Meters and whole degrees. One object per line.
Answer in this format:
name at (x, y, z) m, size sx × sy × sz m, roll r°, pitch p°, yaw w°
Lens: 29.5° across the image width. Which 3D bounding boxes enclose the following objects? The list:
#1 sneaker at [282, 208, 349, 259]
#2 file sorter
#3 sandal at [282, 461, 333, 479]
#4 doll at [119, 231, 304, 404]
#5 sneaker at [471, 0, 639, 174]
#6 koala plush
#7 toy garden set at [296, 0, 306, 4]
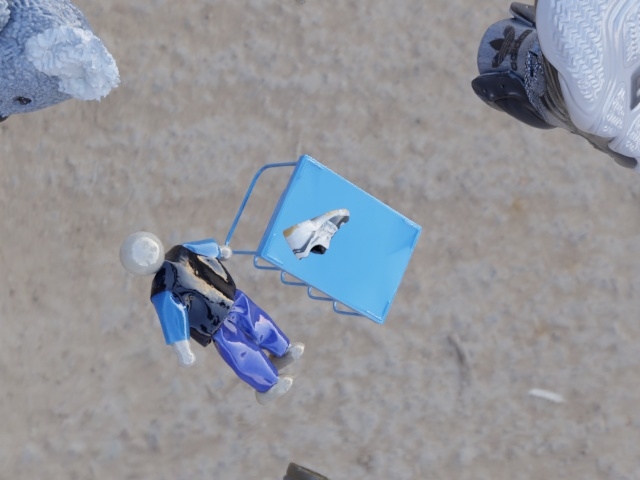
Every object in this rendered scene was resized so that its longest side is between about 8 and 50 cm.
sneaker at (-0.001, -0.005, 1.170) m, size 0.083 × 0.032 × 0.037 m, roll -24°, pitch 90°, yaw -41°
file sorter at (0.000, 0.000, 1.329) m, size 0.170 × 0.104 × 0.118 m, roll 30°, pitch 76°, yaw -28°
sandal at (0.033, 0.233, 0.851) m, size 0.060 × 0.090 × 0.219 m, roll -53°, pitch 139°, yaw -26°
doll at (-0.095, 0.060, 1.025) m, size 0.189 × 0.046 × 0.129 m, roll 45°, pitch 43°, yaw -24°
sneaker at (0.171, -0.133, 0.888) m, size 0.153 × 0.268 × 0.101 m, roll 26°, pitch 87°, yaw 33°
koala plush at (-0.289, -0.182, 1.046) m, size 0.221 × 0.196 × 0.203 m, roll 18°, pitch 96°, yaw -27°
toy garden set at (0.015, -0.362, 1.455) m, size 0.049 × 0.244 × 0.204 m, roll 33°, pitch 106°, yaw -26°
